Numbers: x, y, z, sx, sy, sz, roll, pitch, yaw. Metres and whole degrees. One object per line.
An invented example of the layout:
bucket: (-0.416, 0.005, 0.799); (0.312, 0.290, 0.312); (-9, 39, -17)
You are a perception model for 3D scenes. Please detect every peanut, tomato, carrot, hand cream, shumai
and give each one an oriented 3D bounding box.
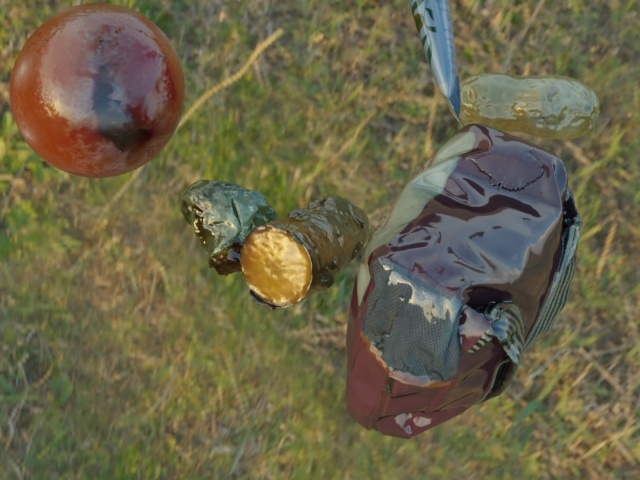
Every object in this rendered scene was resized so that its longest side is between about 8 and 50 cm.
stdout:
peanut: (0.278, -0.186, 1.789); (0.214, 0.099, 0.099); (8, 61, 0)
tomato: (-0.261, -0.177, 1.564); (0.208, 0.184, 0.208); (-3, 97, -31)
carrot: (0.000, 0.000, 1.504); (0.102, 0.102, 0.263); (41, 25, 10)
hand cream: (0.146, -0.283, 1.698); (0.058, 0.091, 0.271); (-14, 77, 9)
shumai: (-0.115, -0.008, 1.565); (0.124, 0.099, 0.087); (21, 52, -9)

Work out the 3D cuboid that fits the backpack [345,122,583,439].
backpack: (0.133, 0.076, 1.360); (0.197, 0.317, 0.283); (28, 46, 18)
